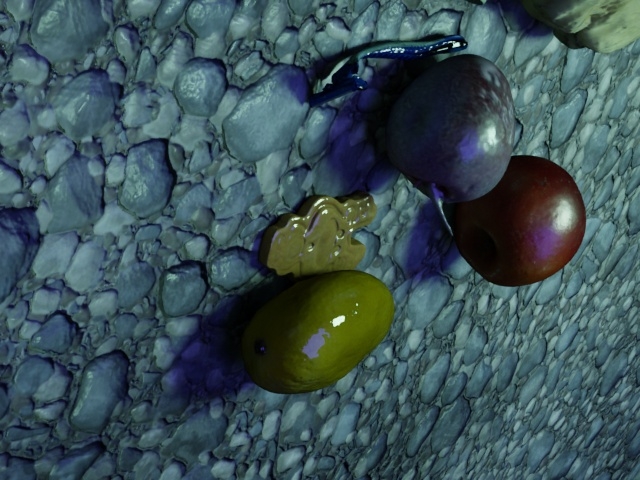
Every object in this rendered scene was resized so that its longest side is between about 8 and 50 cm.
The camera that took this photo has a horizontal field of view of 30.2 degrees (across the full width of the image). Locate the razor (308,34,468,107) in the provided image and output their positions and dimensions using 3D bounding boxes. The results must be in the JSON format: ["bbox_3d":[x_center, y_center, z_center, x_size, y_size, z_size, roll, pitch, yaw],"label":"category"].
[{"bbox_3d":[0.111,-0.264,1.702,0.324,0.093,0.056,-27,99,-44],"label":"razor"}]

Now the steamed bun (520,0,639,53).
[{"bbox_3d":[0.466,-0.454,1.857,0.324,0.230,0.372,-31,160,26],"label":"steamed bun"}]

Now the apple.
[{"bbox_3d":[0.341,-0.033,2.021,0.201,0.218,0.218,-29,136,-28],"label":"apple"}]

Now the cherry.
[{"bbox_3d":[0.195,-0.159,1.770,0.213,0.183,0.266,42,64,-64],"label":"cherry"}]

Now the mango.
[{"bbox_3d":[0.009,0.128,1.776,0.331,0.142,0.195,-24,153,-50],"label":"mango"}]

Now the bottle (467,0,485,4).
[{"bbox_3d":[0.256,-0.449,1.729,0.072,0.072,0.201,24,94,-56],"label":"bottle"}]

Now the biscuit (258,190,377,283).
[{"bbox_3d":[0.000,-0.003,1.769,0.236,0.040,0.144,-12,118,-51],"label":"biscuit"}]
